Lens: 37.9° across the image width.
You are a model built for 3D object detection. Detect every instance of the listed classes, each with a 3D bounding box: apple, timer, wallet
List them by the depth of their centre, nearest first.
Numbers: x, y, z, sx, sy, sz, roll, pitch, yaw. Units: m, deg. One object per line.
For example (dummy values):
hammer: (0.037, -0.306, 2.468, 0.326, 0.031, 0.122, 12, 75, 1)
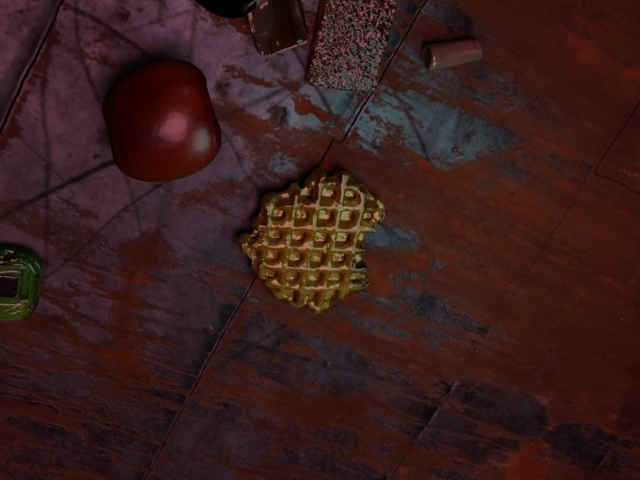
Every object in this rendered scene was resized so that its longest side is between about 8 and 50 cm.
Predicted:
apple: (-0.238, -0.180, 1.403, 0.168, 0.181, 0.181, -14, 120, -10)
wallet: (-0.077, -0.378, 1.441, 0.095, 0.026, 0.176, -23, 122, -12)
timer: (-0.525, 0.070, 1.511, 0.140, 0.047, 0.128, 6, 113, -21)

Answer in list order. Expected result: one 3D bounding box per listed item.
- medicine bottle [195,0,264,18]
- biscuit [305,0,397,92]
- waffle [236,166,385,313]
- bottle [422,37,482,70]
medicine bottle: (-0.048, -0.507, 1.275, 0.395, 0.242, 0.242, -44, 122, -8)
biscuit: (0.056, -0.352, 1.498, 0.131, 0.025, 0.231, 2, 116, -20)
waffle: (0.000, 0.001, 1.646, 0.291, 0.051, 0.291, -7, 119, -12)
bottle: (0.221, -0.313, 1.560, 0.096, 0.045, 0.045, -12, 119, -13)
